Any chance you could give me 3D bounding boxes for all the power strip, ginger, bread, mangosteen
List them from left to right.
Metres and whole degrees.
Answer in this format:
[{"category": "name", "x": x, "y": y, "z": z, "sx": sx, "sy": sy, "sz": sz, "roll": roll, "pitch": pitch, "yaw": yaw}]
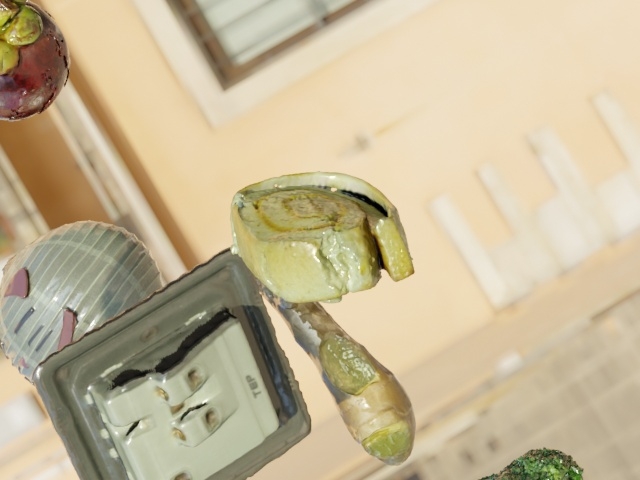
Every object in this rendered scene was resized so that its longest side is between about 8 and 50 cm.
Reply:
[{"category": "mangosteen", "x": -0.394, "y": -0.239, "z": 2.457, "sx": 0.166, "sy": 0.166, "sz": 0.180, "roll": 56, "pitch": 163, "yaw": 27}, {"category": "power strip", "x": -0.133, "y": 0.170, "z": 1.992, "sx": 0.092, "sy": 0.251, "sz": 0.257, "roll": 24, "pitch": 142, "yaw": 49}, {"category": "bread", "x": 0.000, "y": 0.000, "z": 1.448, "sx": 0.156, "sy": 0.117, "sz": 0.064, "roll": -128, "pitch": 30, "yaw": -64}, {"category": "ginger", "x": 0.021, "y": 0.140, "z": 2.364, "sx": 0.294, "sy": 0.086, "sz": 0.131, "roll": 53, "pitch": -166, "yaw": 1}]

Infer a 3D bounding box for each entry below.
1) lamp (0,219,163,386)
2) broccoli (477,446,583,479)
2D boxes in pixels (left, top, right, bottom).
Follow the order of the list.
[{"category": "lamp", "x": -0.343, "y": 0.092, "z": 2.766, "sx": 0.233, "sy": 0.233, "sz": 0.265, "roll": 57, "pitch": 142, "yaw": 23}, {"category": "broccoli", "x": 0.250, "y": 0.388, "z": 2.240, "sx": 0.308, "sy": 0.275, "sz": 0.307, "roll": 5, "pitch": -90, "yaw": -82}]
